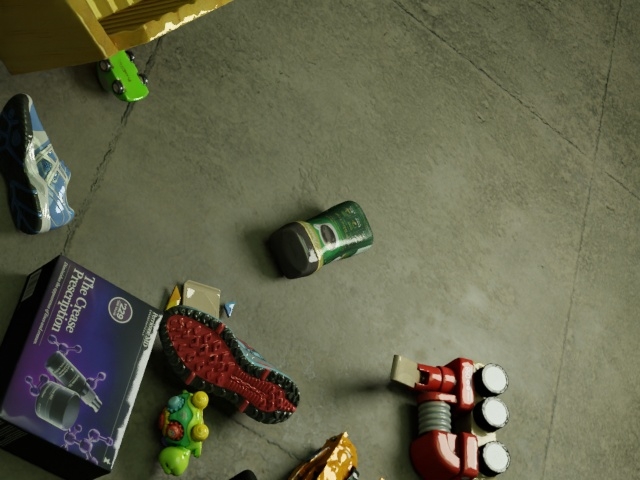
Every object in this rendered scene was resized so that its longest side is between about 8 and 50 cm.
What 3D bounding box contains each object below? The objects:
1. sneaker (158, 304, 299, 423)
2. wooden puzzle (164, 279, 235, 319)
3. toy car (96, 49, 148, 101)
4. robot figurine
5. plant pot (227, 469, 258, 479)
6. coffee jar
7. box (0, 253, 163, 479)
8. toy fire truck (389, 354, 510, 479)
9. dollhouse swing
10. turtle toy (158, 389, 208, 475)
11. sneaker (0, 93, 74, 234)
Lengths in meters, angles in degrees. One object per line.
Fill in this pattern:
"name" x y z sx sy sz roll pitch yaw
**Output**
"sneaker" -0.155 0.185 1.983 0.262 0.125 0.104 43 85 -26
"wooden puzzle" -0.190 0.104 2.053 0.116 0.014 0.079 26 59 -29
"toy car" -0.353 -0.315 2.086 0.239 0.053 0.225 -27 89 -43
"robot figurine" 0.003 0.446 2.003 0.211 0.085 0.291 49 46 -10
"plant pot" -0.119 0.444 1.793 0.187 0.167 0.188 -30 89 -13
"coffee jar" 0.000 0.000 2.215 0.184 0.079 0.096 -21 87 -45
"box" -0.350 0.180 1.822 0.184 0.103 0.261 34 52 -27
"toy fire truck" 0.196 0.292 2.210 0.246 0.158 0.217 15 61 -21
"dollhouse swing" -0.338 -0.453 1.942 0.347 0.315 0.305 -35 114 -43
"turtle toy" -0.204 0.280 1.911 0.066 0.095 0.130 5 64 -15
"sneaker" -0.420 -0.112 1.924 0.081 0.080 0.211 -6 83 -48
